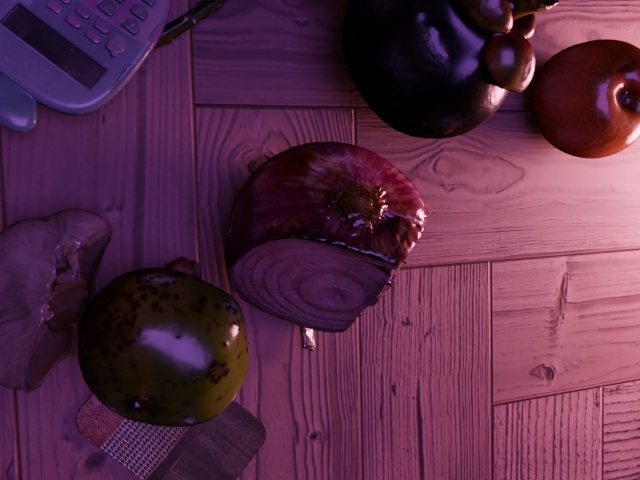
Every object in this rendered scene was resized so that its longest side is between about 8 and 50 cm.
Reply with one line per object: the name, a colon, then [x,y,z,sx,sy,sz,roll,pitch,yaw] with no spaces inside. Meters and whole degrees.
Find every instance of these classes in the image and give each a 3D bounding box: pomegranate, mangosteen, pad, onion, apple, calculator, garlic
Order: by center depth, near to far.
garlic: [-0.347,0.054,0.886,0.143,0.178,0.229,27,70,-1]
calculator: [-0.311,-0.264,0.928,0.186,0.041,0.298,36,78,-9]
pomegranate: [-0.192,0.107,0.940,0.214,0.214,0.247,28,39,-23]
onion: [0.009,-0.022,1.014,0.256,0.273,0.230,34,54,-28]
mangosteen: [0.180,-0.285,1.019,0.275,0.302,0.274,14,70,-46]
pad: [-0.144,0.208,1.041,0.323,0.055,0.250,-44,110,3]
apple: [0.458,-0.235,1.222,0.201,0.162,0.201,-2,94,-26]

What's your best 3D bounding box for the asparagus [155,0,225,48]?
asparagus: [-0.194,-0.294,1.001,0.236,0.027,0.034,-38,95,-17]
